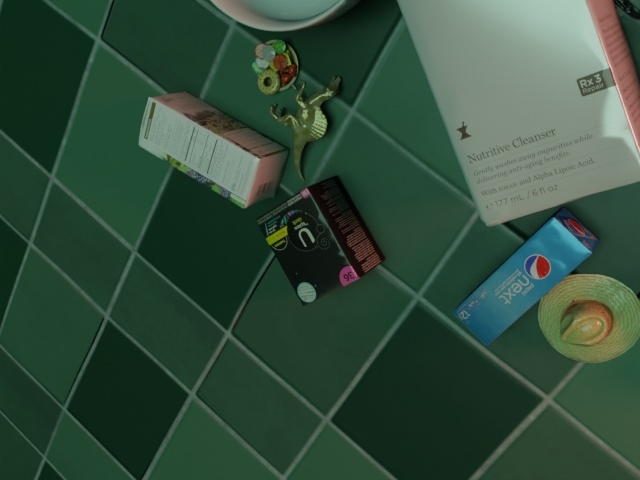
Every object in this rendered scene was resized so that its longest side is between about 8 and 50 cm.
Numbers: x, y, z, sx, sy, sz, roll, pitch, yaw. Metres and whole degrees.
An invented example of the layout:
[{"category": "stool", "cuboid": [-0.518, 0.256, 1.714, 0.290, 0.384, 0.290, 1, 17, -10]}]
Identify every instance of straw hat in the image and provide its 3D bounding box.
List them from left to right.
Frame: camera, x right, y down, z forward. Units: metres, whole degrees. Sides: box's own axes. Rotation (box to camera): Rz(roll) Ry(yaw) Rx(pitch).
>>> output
[{"category": "straw hat", "cuboid": [0.367, 0.117, 1.004, 0.145, 0.061, 0.144, 9, 110, 27]}]

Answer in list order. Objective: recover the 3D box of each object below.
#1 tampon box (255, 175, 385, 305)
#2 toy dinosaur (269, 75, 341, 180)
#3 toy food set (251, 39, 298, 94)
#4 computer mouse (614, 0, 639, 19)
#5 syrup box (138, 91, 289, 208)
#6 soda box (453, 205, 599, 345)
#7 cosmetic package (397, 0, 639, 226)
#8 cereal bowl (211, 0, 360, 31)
[{"category": "tampon box", "cuboid": [0.000, 0.000, 1.154, 0.120, 0.101, 0.161, -30, 89, 34]}, {"category": "toy dinosaur", "cuboid": [-0.033, -0.184, 1.146, 0.093, 0.053, 0.183, 34, 119, 15]}, {"category": "toy food set", "cuboid": [-0.073, -0.279, 1.158, 0.083, 0.020, 0.082, -17, 96, 33]}, {"category": "computer mouse", "cuboid": [0.358, -0.380, 0.872, 0.071, 0.041, 0.242, -8, 109, 52]}, {"category": "syrup box", "cuboid": [-0.181, -0.156, 1.216, 0.237, 0.093, 0.096, 30, 118, 19]}, {"category": "soda box", "cuboid": [0.287, 0.053, 1.026, 0.071, 0.067, 0.210, 46, 122, 10]}, {"category": "cosmetic package", "cuboid": [0.247, -0.240, 0.890, 0.217, 0.156, 0.384, -19, 101, 35]}, {"category": "cereal bowl", "cuboid": [-0.032, -0.464, 1.006, 0.339, 0.141, 0.338, 10, 110, 27]}]
